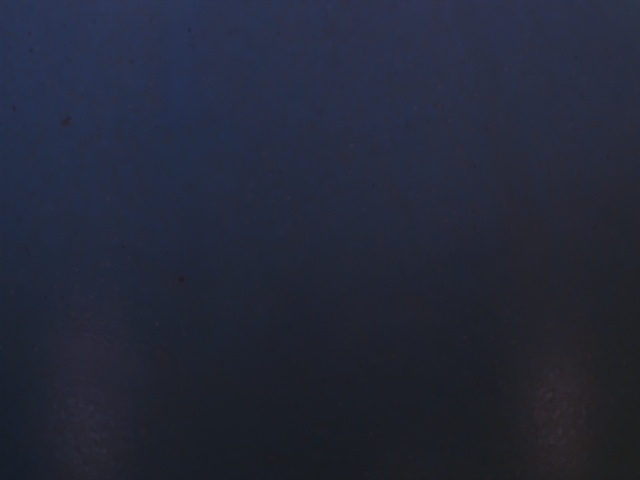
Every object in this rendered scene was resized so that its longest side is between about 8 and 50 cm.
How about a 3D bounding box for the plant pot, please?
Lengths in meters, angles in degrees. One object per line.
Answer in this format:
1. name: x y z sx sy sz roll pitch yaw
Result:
1. plant pot: 0.000 0.000 0.510 0.293 0.235 0.293 -2 27 1
